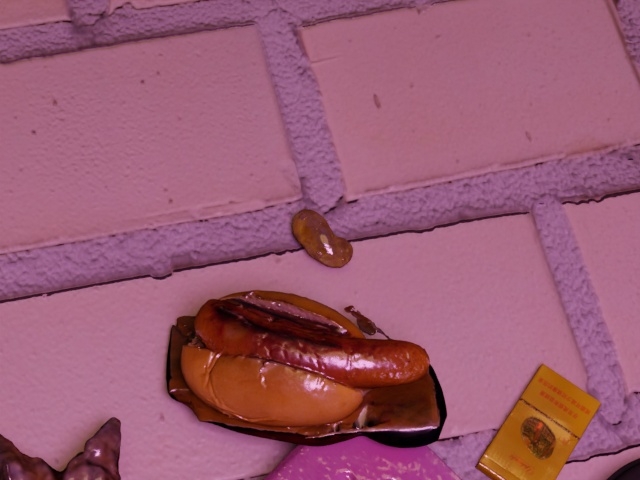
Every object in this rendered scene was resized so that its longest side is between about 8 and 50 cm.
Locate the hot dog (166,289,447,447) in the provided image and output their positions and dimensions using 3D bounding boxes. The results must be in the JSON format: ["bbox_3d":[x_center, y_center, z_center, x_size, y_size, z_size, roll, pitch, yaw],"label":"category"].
[{"bbox_3d":[-0.025,0.120,1.335,0.326,0.107,0.194,-1,50,7],"label":"hot dog"}]

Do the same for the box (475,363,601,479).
[{"bbox_3d":[0.259,0.231,1.426,0.087,0.023,0.155,36,65,7],"label":"box"}]

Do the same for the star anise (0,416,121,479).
[{"bbox_3d":[-0.276,0.329,1.258,0.315,0.108,0.315,4,65,-8],"label":"star anise"}]

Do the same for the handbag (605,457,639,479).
[{"bbox_3d":[0.428,0.383,1.338,0.254,0.093,0.308,-33,73,-22],"label":"handbag"}]

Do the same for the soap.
[{"bbox_3d":[0.020,0.309,1.323,0.181,0.081,0.259,43,67,13],"label":"soap"}]

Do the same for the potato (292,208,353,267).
[{"bbox_3d":[0.000,0.000,1.487,0.092,0.045,0.046,45,31,11],"label":"potato"}]
